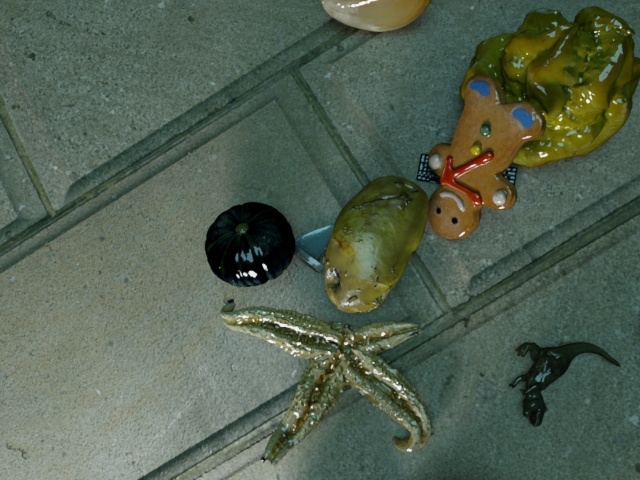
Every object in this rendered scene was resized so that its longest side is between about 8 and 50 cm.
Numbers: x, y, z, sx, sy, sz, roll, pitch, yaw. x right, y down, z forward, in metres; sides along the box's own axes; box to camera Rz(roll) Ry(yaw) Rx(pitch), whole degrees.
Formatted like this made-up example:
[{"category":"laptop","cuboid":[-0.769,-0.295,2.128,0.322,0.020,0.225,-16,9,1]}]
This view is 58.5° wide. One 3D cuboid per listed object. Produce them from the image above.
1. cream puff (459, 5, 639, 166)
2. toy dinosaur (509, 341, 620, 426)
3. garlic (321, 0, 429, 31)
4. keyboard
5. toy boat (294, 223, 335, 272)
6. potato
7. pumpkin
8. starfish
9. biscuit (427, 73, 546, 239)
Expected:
[{"category":"cream puff","cuboid":[0.445,-0.314,1.108,0.324,0.257,0.291,19,80,11]},{"category":"toy dinosaur","cuboid":[0.465,0.272,1.128,0.178,0.087,0.187,21,102,-25]},{"category":"garlic","cuboid":[0.121,-0.533,1.234,0.244,0.164,0.146,-5,97,13]},{"category":"keyboard","cuboid":[0.310,-0.142,1.217,0.204,0.013,0.061,11,82,10]},{"category":"toy boat","cuboid":[0.000,0.000,1.235,0.096,0.034,0.122,35,79,19]},{"category":"potato","cuboid":[0.105,0.004,1.159,0.172,0.140,0.301,27,82,7]},{"category":"pumpkin","cuboid":[-0.146,0.006,1.190,0.194,0.150,0.194,-2,80,11]},{"category":"starfish","cuboid":[0.005,0.284,1.156,0.431,0.082,0.324,0,85,3]},{"category":"biscuit","cuboid":[0.298,-0.140,1.116,0.205,0.049,0.324,44,128,30]}]
